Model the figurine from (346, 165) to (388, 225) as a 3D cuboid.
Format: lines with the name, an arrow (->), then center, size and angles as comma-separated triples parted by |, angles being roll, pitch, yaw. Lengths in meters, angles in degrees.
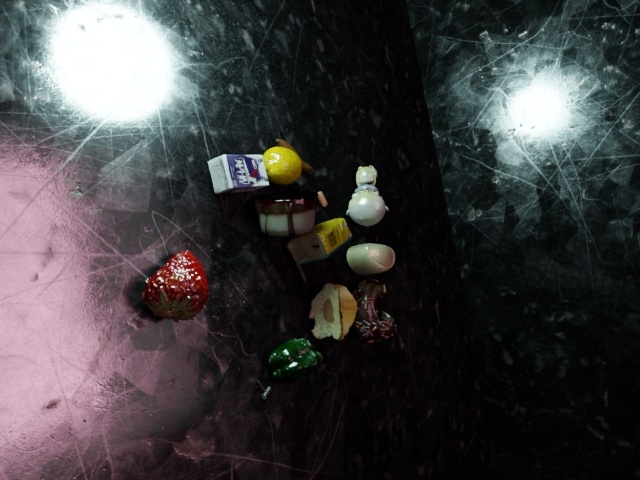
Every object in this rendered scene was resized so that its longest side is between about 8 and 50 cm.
figurine -> 0.258, -0.252, 2.380 | 0.274, 0.227, 0.394 | 74, 14, -59

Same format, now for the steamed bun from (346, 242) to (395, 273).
steamed bun -> 0.274, 0.104, 2.260 | 0.250, 0.200, 0.154 | 9, 76, -46

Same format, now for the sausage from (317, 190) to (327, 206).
sausage -> 0.008, -0.210, 2.145 | 0.034, 0.034, 0.083 | -49, 120, -44

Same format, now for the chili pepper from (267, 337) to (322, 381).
chili pepper -> -0.090, 0.491, 1.768 | 0.261, 0.174, 0.165 | -11, 65, -50

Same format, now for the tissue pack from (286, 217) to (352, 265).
tissue pack -> 0.000, 0.000, 1.938 | 0.271, 0.192, 0.134 | -35, 104, -58

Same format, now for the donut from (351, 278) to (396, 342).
donut -> 0.274, 0.386, 2.252 | 0.259, 0.136, 0.344 | -25, 100, -53

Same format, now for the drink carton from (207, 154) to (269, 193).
drink carton -> -0.326, -0.269, 1.708 | 0.222, 0.102, 0.134 | -15, 90, -52

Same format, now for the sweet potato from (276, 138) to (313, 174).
sweet potato -> -0.124, -0.395, 2.013 | 0.264, 0.057, 0.057 | 41, 52, -42

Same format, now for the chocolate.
chocolate -> -0.142, -0.101, 1.790 | 0.284, 0.284, 0.186 | -22, 115, -50

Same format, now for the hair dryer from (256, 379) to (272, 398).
hair dryer -> -0.230, 0.586, 1.684 | 0.083, 0.026, 0.047 | 56, 42, -15

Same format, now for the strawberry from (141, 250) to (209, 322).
strawberry -> -0.466, 0.141, 1.407 | 0.205, 0.205, 0.244 | 43, 29, -36

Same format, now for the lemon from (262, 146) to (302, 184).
lemon -> -0.172, -0.326, 1.852 | 0.207, 0.170, 0.169 | 3, 80, -52

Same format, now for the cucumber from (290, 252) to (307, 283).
cucumber -> -0.106, 0.122, 1.931 | 0.039, 0.043, 0.163 | -26, 96, -9

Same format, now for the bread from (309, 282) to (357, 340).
bread -> 0.043, 0.313, 1.949 | 0.224, 0.184, 0.211 | -48, 117, -47
